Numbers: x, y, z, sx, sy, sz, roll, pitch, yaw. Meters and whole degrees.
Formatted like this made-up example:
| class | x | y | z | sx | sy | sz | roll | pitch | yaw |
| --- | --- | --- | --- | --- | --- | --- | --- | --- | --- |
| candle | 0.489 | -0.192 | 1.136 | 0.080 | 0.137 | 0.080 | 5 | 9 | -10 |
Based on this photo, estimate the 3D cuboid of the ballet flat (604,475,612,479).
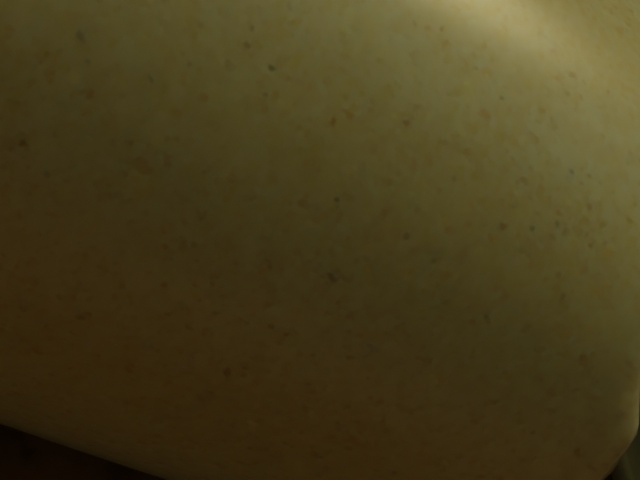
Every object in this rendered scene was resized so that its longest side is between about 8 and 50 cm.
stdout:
| class | x | y | z | sx | sy | sz | roll | pitch | yaw |
| --- | --- | --- | --- | --- | --- | --- | --- | --- | --- |
| ballet flat | 0.103 | 0.097 | 0.634 | 0.041 | 0.041 | 0.114 | 38 | 35 | 26 |

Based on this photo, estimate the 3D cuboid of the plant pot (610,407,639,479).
| class | x | y | z | sx | sy | sz | roll | pitch | yaw |
| --- | --- | --- | --- | --- | --- | --- | --- | --- | --- |
| plant pot | 0.316 | 0.051 | 0.621 | 0.323 | 0.323 | 0.280 | 39 | 18 | 28 |

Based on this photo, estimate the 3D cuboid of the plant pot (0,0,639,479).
| class | x | y | z | sx | sy | sz | roll | pitch | yaw |
| --- | --- | --- | --- | --- | --- | --- | --- | --- | --- |
| plant pot | -0.033 | -0.042 | 0.531 | 0.305 | 0.334 | 0.334 | 29 | 28 | -10 |
